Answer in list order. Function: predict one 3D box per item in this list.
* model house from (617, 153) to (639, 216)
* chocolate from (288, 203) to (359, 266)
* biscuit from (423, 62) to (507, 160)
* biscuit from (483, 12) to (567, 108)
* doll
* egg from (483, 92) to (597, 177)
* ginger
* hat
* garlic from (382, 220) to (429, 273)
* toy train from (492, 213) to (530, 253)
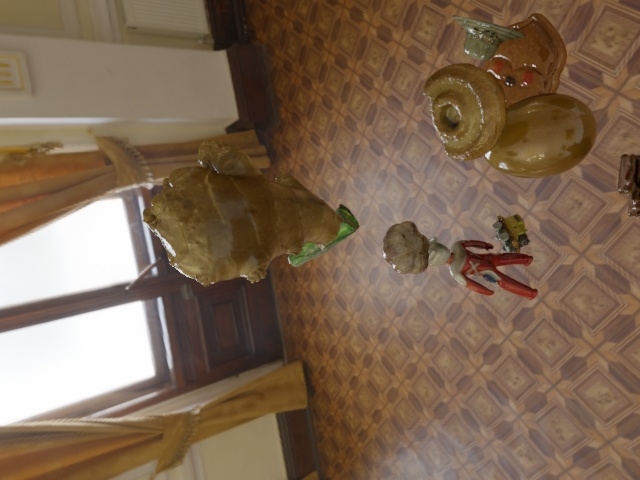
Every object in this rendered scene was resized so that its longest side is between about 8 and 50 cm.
[{"bbox_3d":[0.959,-0.169,1.258,0.229,0.220,0.199,174,96,-72],"label":"model house"},{"bbox_3d":[0.000,0.000,1.569,0.291,0.110,0.110,-38,66,27],"label":"chocolate"},{"bbox_3d":[0.405,-0.365,1.240,0.213,0.091,0.274,-23,89,58],"label":"biscuit"},{"bbox_3d":[0.746,-0.612,1.688,0.350,0.078,0.455,51,144,43],"label":"biscuit"},{"bbox_3d":[0.480,0.075,1.384,0.099,0.384,0.188,109,176,-54],"label":"doll"},{"bbox_3d":[0.662,-0.314,1.364,0.322,0.250,0.250,-10,92,32],"label":"egg"},{"bbox_3d":[-0.121,-0.048,0.766,0.236,0.375,0.166,42,109,14],"label":"ginger"},{"bbox_3d":[0.546,-0.672,1.503,0.252,0.252,0.110,40,124,42],"label":"hat"},{"bbox_3d":[0.244,0.027,1.275,0.102,0.147,0.159,-49,57,54],"label":"garlic"},{"bbox_3d":[0.808,-0.030,1.872,0.089,0.127,0.219,56,-162,-37],"label":"toy train"}]
